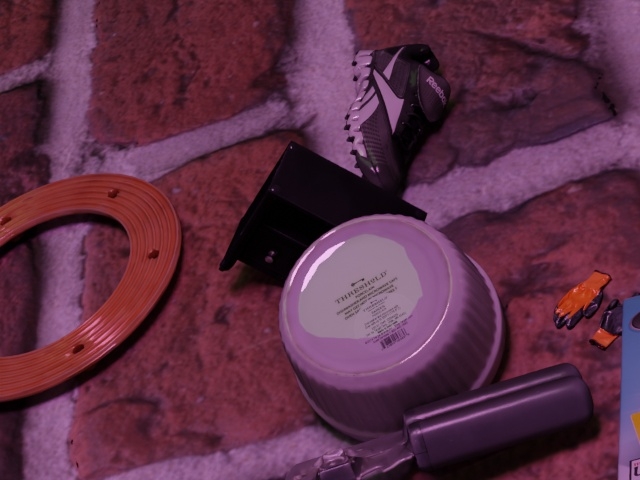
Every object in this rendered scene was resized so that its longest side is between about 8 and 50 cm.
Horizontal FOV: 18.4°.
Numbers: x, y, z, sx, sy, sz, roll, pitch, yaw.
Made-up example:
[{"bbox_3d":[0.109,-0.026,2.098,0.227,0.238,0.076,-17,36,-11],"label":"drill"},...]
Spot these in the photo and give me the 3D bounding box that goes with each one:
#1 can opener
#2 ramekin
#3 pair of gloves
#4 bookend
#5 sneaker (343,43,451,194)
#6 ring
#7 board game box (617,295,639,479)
[{"bbox_3d":[0.107,0.195,1.755,0.283,0.095,0.076,-17,14,1],"label":"can opener"},{"bbox_3d":[0.059,0.073,1.829,0.207,0.109,0.207,-9,59,16],"label":"ramekin"},{"bbox_3d":[0.260,0.063,1.843,0.074,0.010,0.083,-44,42,-18],"label":"pair of gloves"},{"bbox_3d":[0.000,0.000,2.003,0.157,0.156,0.072,-54,10,52],"label":"bookend"},{"bbox_3d":[0.087,-0.139,2.115,0.106,0.078,0.234,-17,38,18],"label":"sneaker"},{"bbox_3d":[-0.302,0.053,2.176,0.336,0.032,0.336,-17,39,14],"label":"ring"},{"bbox_3d":[0.369,0.121,1.578,0.254,0.079,0.336,-16,22,16],"label":"board game box"}]
